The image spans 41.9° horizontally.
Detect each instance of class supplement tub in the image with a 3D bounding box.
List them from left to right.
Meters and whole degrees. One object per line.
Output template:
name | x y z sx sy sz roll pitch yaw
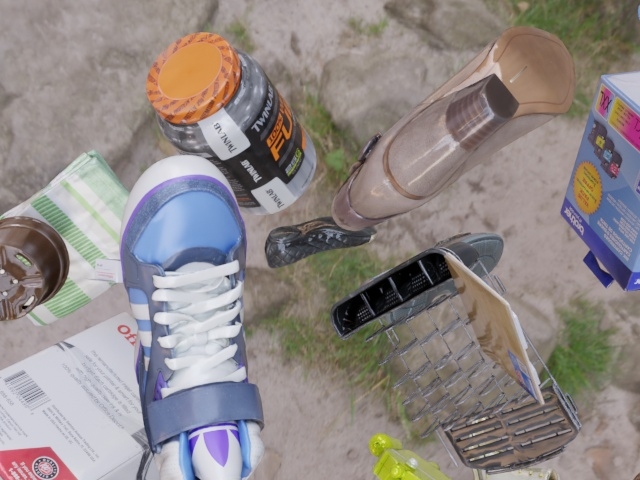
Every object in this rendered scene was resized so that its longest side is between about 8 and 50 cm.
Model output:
supplement tub | -0.155 -0.203 1.496 0.207 0.338 0.207 -9 63 19

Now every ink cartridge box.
ink cartridge box | -0.296 0.232 1.046 0.197 0.114 0.272 39 42 23
ink cartridge box | -0.252 0.038 1.061 0.048 0.083 0.028 3 90 40
ink cartridge box | 0.618 -0.091 1.623 0.151 0.396 0.270 -8 39 -13

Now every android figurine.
android figurine | 0.184 0.409 1.397 0.248 0.273 0.056 32 88 28

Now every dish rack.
dish rack | 0.154 0.146 0.947 0.074 0.208 0.272 -28 86 -44

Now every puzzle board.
puzzle board | 0.156 0.077 0.741 0.011 0.128 0.096 -33 34 -8

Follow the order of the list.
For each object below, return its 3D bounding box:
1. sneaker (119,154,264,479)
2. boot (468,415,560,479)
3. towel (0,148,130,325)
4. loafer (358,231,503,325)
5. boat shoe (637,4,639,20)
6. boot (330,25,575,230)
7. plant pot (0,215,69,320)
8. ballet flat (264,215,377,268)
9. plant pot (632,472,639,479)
sneaker | -0.106 0.110 0.792 0.130 0.323 0.236 -8 40 -24
boot | 0.368 0.430 1.585 0.077 0.165 0.213 16 67 -45
towel | -0.484 0.007 1.599 0.324 0.248 0.038 -35 29 5
loafer | 0.174 0.041 1.297 0.267 0.096 0.084 -25 39 -34
boat shoe | 0.481 -0.257 1.089 0.089 0.109 0.258 -26 29 24
boot | 0.054 -0.046 0.355 0.042 0.087 0.118 56 40 1
plant pot | -0.515 0.054 1.394 0.166 0.165 0.167 -2 101 -9
ballet flat | 0.000 0.000 1.136 0.173 0.049 0.057 -9 35 -29
plant pot | 0.204 0.226 0.395 0.109 0.237 0.237 -25 70 -12
